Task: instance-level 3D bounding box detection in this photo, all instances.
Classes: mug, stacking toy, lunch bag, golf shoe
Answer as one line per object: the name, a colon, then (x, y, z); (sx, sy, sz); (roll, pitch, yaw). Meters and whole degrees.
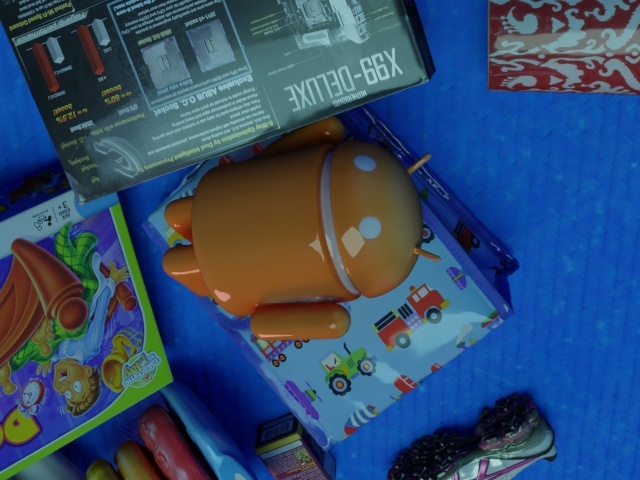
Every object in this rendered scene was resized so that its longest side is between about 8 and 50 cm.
mug: (0.219, -0.183, 0.828); (0.169, 0.150, 0.113); (-1, 156, 9)
stacking toy: (-0.210, 0.286, 1.002); (0.301, 0.165, 0.175); (-31, 119, -15)
lunch bag: (0.000, 0.000, 0.934); (0.221, 0.138, 0.293); (-40, 96, 21)
golf shoe: (0.158, 0.237, 1.075); (0.186, 0.067, 0.086); (-28, 116, 18)

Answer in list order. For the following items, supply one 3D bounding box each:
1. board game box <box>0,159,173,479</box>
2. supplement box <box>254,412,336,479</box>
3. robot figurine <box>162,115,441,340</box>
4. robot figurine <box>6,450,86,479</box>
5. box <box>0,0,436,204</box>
board game box: (-0.318, 0.101, 0.902); (0.347, 0.078, 0.233); (-29, 123, -28)
supplement box: (-0.025, 0.229, 1.096); (0.055, 0.043, 0.083); (-23, 115, 16)
robot figurine: (-0.015, -0.011, 0.814); (0.219, 0.158, 0.128); (-9, 117, 19)
robot figurine: (-0.387, 0.316, 1.070); (0.300, 0.200, 0.353); (-36, 121, -7)
box: (-0.092, -0.191, 0.806); (0.307, 0.076, 0.243); (-19, 102, 14)
